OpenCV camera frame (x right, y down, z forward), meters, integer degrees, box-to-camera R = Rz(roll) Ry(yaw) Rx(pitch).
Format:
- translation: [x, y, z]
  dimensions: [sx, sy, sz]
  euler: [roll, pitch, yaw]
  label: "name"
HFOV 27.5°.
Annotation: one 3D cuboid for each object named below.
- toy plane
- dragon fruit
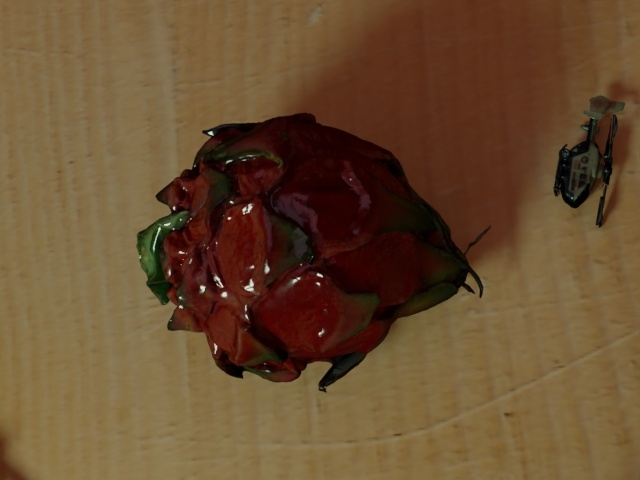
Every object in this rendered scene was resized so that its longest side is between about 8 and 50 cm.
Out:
- translation: [0.231, -0.072, 1.132]
  dimensions: [0.049, 0.031, 0.120]
  euler: [9, 73, 11]
  label: "toy plane"
- translation: [0.000, 0.000, 1.084]
  dimensions: [0.293, 0.234, 0.233]
  euler: [-3, 64, -21]
  label: "dragon fruit"
